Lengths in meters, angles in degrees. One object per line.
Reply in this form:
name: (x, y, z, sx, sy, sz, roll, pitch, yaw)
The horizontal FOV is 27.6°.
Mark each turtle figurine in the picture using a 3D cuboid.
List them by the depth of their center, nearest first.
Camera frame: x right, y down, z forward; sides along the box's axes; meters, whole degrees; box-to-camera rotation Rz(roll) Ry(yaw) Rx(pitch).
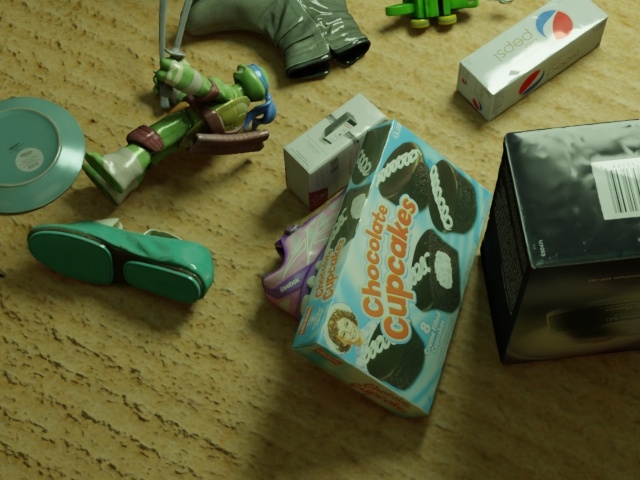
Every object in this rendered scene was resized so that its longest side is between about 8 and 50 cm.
turtle figurine: (-0.217, -0.193, 1.720, 0.266, 0.275, 0.197, -44, 35, -15)

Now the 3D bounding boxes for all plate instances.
plate: (-0.416, -0.123, 1.779, 0.188, 0.024, 0.188, 0, 61, 1)

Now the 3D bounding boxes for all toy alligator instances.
toy alligator: (0.184, -0.344, 1.870, 0.189, 0.056, 0.051, -8, 22, -3)

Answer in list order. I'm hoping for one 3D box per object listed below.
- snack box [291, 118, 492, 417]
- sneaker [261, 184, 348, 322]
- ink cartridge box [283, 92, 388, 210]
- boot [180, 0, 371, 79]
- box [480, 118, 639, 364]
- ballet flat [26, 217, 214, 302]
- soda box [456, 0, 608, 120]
snack box: (0.095, 0.033, 1.606, 0.187, 0.060, 0.322, 34, 60, -27)
sneaker: (0.000, 0.000, 1.671, 0.104, 0.095, 0.236, 19, 65, 20)
ink cartridge box: (0.020, -0.117, 1.724, 0.135, 0.099, 0.056, -37, 66, -18)
boot: (-0.064, -0.297, 1.836, 0.246, 0.083, 0.161, -17, 69, -6)
box: (0.359, 0.006, 1.541, 0.296, 0.294, 0.183, -6, 64, -2)
ballet flat: (-0.251, 0.016, 1.681, 0.247, 0.083, 0.087, 14, 39, 9)
soda box: (0.294, -0.262, 1.812, 0.216, 0.069, 0.074, -34, 67, -16)
